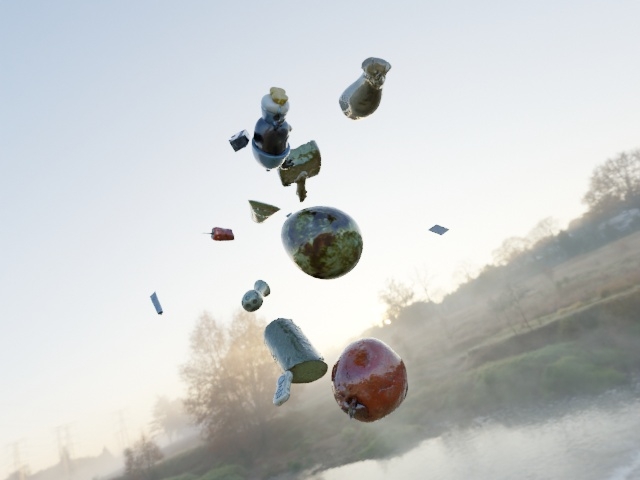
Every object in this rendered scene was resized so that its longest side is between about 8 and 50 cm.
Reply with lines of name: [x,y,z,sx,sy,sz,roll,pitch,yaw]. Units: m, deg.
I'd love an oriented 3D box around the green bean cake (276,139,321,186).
green bean cake: [-0.120,-0.412,2.104,0.236,0.124,0.233,-19,-23,-10]

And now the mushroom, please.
mushroom: [0.133,-0.418,1.136,0.116,0.093,0.225,13,-11,-17]

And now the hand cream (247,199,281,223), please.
hand cream: [-0.266,-0.141,1.839,0.147,0.093,0.306,16,-10,-11]

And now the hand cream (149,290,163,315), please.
hand cream: [-0.541,0.209,1.330,0.030,0.093,0.019,-43,-28,9]

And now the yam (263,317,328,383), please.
yam: [-0.106,0.446,1.607,0.168,0.304,0.168,-13,-62,-24]

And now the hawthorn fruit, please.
hawthorn fruit: [0.150,0.484,1.347,0.276,0.276,0.307,-33,-4,32]

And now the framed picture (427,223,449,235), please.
framed picture: [0.505,-0.046,1.720,0.089,0.066,0.007,-26,-47,-47]

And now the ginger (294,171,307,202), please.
ginger: [-0.085,-0.239,1.793,0.057,0.137,0.044,6,16,12]

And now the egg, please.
egg: [0.000,0.000,1.308,0.238,0.289,0.238,-48,-27,-34]

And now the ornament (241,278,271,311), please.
ornament: [-0.223,0.193,1.372,0.081,0.075,0.156,-25,11,15]

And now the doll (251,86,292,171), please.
doll: [-0.169,-0.378,1.435,0.141,0.177,0.314,-1,-44,-20]

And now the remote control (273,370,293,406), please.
remote control: [-0.131,0.517,1.412,0.032,0.122,0.074,38,-64,-18]

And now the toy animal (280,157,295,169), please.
toy animal: [-0.169,-0.362,1.700,0.065,0.047,0.136,-30,-58,6]

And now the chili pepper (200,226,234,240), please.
chili pepper: [-0.562,-0.035,2.212,0.192,0.084,0.086,2,-18,-31]

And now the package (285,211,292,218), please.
package: [-0.109,-0.081,1.755,0.037,0.110,0.015,-35,-22,-18]

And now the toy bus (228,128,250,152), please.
toy bus: [-0.284,-0.355,1.426,0.065,0.047,0.166,-27,24,6]
